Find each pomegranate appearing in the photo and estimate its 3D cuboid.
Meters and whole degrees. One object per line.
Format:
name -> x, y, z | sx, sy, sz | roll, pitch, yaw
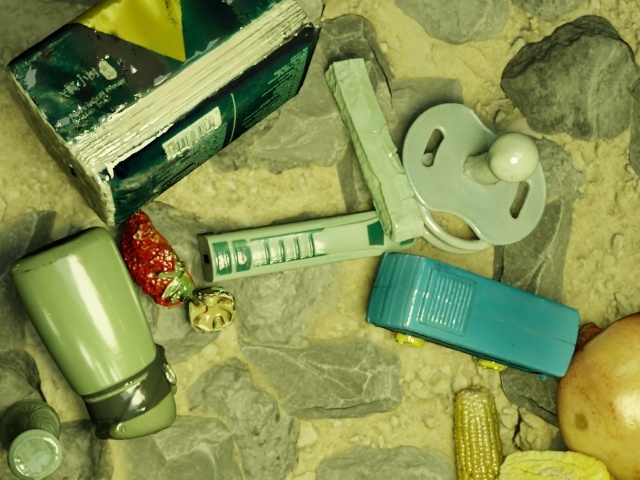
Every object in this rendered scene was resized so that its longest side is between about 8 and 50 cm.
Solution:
pomegranate -> 0.570, 0.268, 1.763 | 0.338, 0.338, 0.338 | 0, 89, -18

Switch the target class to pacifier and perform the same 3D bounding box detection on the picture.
pacifier -> 0.290, -0.115, 1.710 | 0.299, 0.233, 0.244 | 27, 67, -15

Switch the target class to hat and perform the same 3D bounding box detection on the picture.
hat -> -0.183, 0.112, 1.652 | 0.077, 0.059, 0.076 | -3, 106, -13

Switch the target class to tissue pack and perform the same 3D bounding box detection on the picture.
tissue pack -> -0.231, -0.249, 1.517 | 0.417, 0.264, 0.253 | -37, 83, -14

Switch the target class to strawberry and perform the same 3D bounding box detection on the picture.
strawberry -> -0.269, 0.036, 1.588 | 0.085, 0.140, 0.192 | -36, 104, -6

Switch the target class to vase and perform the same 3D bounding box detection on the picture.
vase -> -0.434, 0.303, 1.484 | 0.096, 0.219, 0.096 | 0, 90, -18

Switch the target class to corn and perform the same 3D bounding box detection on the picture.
corn -> 0.291, 0.424, 1.783 | 0.097, 0.097, 0.319 | -5, 90, -18

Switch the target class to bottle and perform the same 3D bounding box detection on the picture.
bottle -> -0.342, 0.159, 1.549 | 0.168, 0.168, 0.347 | -26, 101, -16

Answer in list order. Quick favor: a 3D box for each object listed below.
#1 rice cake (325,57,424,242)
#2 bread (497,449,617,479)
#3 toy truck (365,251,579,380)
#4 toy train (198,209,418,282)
rice cake -> 0.095, -0.156, 1.704 | 0.066, 0.063, 0.336 | -18, 81, -18
bread -> 0.470, 0.542, 1.718 | 0.165, 0.237, 0.375 | -53, 122, -37
toy truck -> 0.273, 0.137, 1.729 | 0.385, 0.162, 0.161 | 20, 82, -26
toy train -> 0.000, 0.000, 1.696 | 0.407, 0.088, 0.086 | -9, 90, -19
